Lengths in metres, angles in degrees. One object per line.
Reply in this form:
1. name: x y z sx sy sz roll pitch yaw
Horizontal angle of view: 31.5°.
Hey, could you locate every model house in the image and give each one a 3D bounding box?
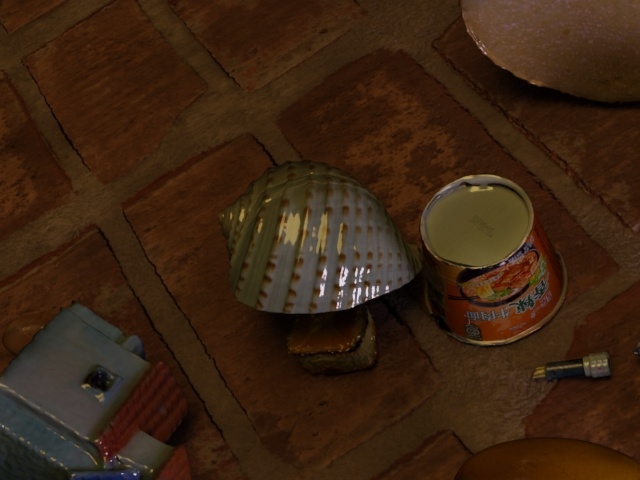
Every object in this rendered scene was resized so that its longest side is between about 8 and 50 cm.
1. model house: -0.329 0.302 1.749 0.329 0.252 0.295 25 40 8

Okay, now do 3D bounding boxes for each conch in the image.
1. conch: -0.006 -0.015 1.811 0.319 0.215 0.303 -7 22 7

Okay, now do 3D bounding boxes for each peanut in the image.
1. peanut: -0.484 0.161 1.977 0.152 0.076 0.076 -15 51 12

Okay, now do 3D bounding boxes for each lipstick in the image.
1. lipstick: 0.367 0.188 1.673 0.116 0.037 0.037 -8 52 19

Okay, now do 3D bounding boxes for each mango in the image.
1. mango: 0.311 0.361 1.480 0.317 0.173 0.211 -3 54 10

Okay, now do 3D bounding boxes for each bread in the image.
1. bread: 0.021 0.145 1.806 0.140 0.069 0.128 -7 52 18

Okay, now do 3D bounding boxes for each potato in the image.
1. potato: 0.477 -0.475 1.909 0.442 0.385 0.319 10 46 14

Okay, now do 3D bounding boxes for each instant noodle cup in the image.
1. instant noodle cup: 0.255 0.021 1.742 0.230 0.182 0.230 -9 53 12

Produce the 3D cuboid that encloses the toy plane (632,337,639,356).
1. toy plane: 0.500 0.200 1.610 0.062 0.054 0.167 -18 47 -26
